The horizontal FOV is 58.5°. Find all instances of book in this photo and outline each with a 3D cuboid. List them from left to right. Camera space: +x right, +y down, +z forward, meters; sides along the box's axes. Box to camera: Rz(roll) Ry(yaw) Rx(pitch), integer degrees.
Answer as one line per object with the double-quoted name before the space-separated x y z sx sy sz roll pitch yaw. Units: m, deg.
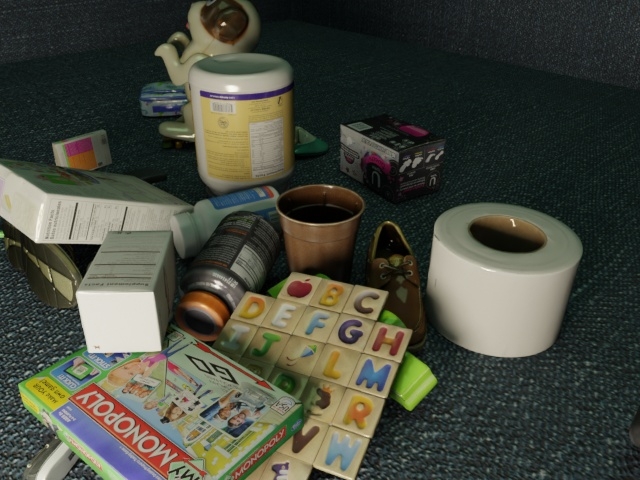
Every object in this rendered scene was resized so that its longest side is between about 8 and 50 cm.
"book" -0.642 -0.236 1.548 0.035 0.096 0.144 26 38 36

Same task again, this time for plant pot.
"plant pot" 0.000 0.000 1.096 0.166 0.165 0.167 0 31 0

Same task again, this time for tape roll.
"tape roll" 0.311 0.060 0.999 0.245 0.169 0.246 1 31 -1

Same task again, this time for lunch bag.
"lunch bag" -0.519 -0.497 2.004 0.218 0.090 0.176 -4 34 -6

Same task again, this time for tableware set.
"tableware set" -0.434 -0.319 1.770 0.103 0.024 0.154 -3 32 0

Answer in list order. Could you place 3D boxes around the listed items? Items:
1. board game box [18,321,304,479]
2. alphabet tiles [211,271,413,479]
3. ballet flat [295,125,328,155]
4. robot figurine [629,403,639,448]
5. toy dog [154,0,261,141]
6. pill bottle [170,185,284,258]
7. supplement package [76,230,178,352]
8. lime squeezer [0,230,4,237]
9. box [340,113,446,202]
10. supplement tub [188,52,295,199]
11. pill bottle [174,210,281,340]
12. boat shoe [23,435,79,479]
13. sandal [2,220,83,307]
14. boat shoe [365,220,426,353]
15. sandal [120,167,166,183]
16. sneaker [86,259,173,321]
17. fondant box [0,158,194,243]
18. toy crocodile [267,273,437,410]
"board game box" -0.209 0.215 0.745 0.317 0.046 0.213 21 34 32
"alphabet tiles" -0.039 0.187 0.812 0.284 0.011 0.343 10 50 25
"ballet flat" -0.086 -0.284 1.651 0.247 0.087 0.083 -12 32 -21
"robot figurine" 0.517 0.220 0.660 0.209 0.278 0.174 28 55 -26
"toy dog" -0.293 -0.509 1.685 0.395 0.408 0.285 16 31 10
"pill bottle" -0.192 -0.034 1.190 0.221 0.124 0.124 -15 34 -26
"supplement package" -0.279 0.070 0.850 0.105 0.105 0.179 0 29 -5
"lime squeezer" -0.809 -0.012 1.227 0.310 0.059 0.110 5 1 11
"box" 0.180 -0.219 1.496 0.163 0.142 0.247 -19 35 -28
"supplement tub" -0.179 -0.253 1.357 0.240 0.332 0.241 1 31 0
"pill bottle" -0.165 0.063 1.010 0.130 0.131 0.246 8 37 13
"boat shoe" -0.331 0.263 0.760 0.040 0.049 0.142 11 34 18
"sandal" -0.524 0.025 1.099 0.086 0.120 0.302 -10 29 -44
"boat shoe" 0.126 0.072 1.036 0.110 0.105 0.307 -2 31 -4
"sandal" -0.505 -0.123 1.416 0.254 0.055 0.097 -20 28 -15
"sneaker" -0.350 0.072 1.038 0.228 0.092 0.087 23 39 35
"fondant box" -0.461 -0.074 1.159 0.238 0.096 0.330 25 12 35
"toy crocodile" 0.034 0.152 0.912 0.340 0.105 0.115 29 60 35
